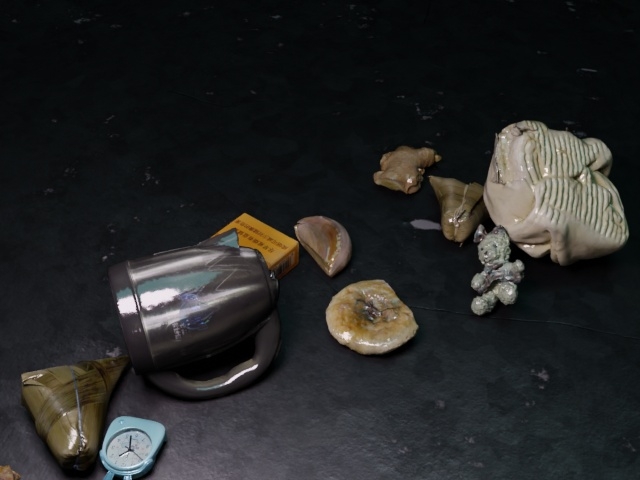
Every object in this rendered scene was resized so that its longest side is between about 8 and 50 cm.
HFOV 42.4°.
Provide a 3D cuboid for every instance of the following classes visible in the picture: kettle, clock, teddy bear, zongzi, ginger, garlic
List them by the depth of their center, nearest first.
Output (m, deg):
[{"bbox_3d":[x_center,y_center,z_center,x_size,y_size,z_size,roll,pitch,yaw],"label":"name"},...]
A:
[{"bbox_3d":[-0.356,0.399,1.531,0.108,0.045,0.147,9,43,8],"label":"clock"},{"bbox_3d":[-0.427,0.322,1.580,0.242,0.112,0.221,-10,44,-38],"label":"zongzi"},{"bbox_3d":[-0.228,0.156,1.652,0.324,0.321,0.228,-16,2,-13],"label":"kettle"},{"bbox_3d":[0.410,0.073,1.883,0.133,0.111,0.213,-20,52,33],"label":"teddy bear"},{"bbox_3d":[0.015,-0.002,1.974,0.101,0.087,0.195,-28,51,-13],"label":"garlic"},{"bbox_3d":[0.322,-0.090,2.070,0.197,0.099,0.194,25,40,21],"label":"zongzi"},{"bbox_3d":[0.230,-0.204,2.218,0.137,0.074,0.213,28,51,14],"label":"ginger"}]

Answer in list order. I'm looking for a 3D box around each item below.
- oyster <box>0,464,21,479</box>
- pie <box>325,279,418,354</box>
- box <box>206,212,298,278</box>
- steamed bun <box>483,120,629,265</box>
[{"bbox_3d":[-0.485,0.513,1.335,0.197,0.133,0.337,-12,48,-27],"label":"oyster"},{"bbox_3d":[0.104,0.172,1.806,0.185,0.052,0.218,-24,46,-19],"label":"pie"},{"bbox_3d":[-0.201,0.061,1.896,0.174,0.076,0.274,27,47,27],"label":"box"},{"bbox_3d":[0.545,-0.108,1.999,0.346,0.237,0.394,-40,91,-34],"label":"steamed bun"}]
